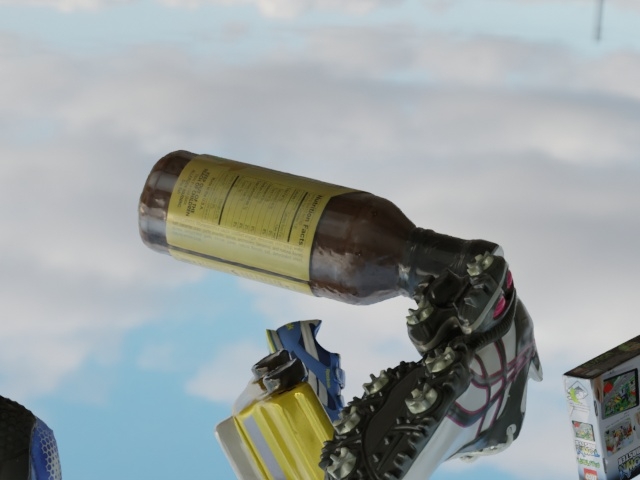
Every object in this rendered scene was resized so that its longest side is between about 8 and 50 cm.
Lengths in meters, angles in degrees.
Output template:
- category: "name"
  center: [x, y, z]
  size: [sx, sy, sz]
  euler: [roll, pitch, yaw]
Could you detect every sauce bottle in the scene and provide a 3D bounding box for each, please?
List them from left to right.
- category: "sauce bottle"
  center: [0.000, 0.000, 1.431]
  size: [0.344, 0.111, 0.111]
  euler: [15, -164, 20]

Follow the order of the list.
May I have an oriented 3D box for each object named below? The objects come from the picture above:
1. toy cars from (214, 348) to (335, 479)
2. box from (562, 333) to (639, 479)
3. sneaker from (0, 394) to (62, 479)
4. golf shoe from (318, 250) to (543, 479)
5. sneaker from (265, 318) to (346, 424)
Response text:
- category: "toy cars"
  center: [0.009, 0.216, 1.139]
  size: [0.087, 0.176, 0.393]
  euler: [-29, -134, -7]
- category: "box"
  center: [0.316, 0.144, 1.431]
  size: [0.207, 0.114, 0.036]
  euler: [-20, -163, -35]
- category: "sneaker"
  center: [-0.174, 0.200, 0.742]
  size: [0.130, 0.330, 0.147]
  euler: [28, -147, 18]
- category: "golf shoe"
  center: [0.097, 0.123, 1.104]
  size: [0.105, 0.120, 0.273]
  euler: [-20, -158, 40]
- category: "sneaker"
  center: [0.002, 0.134, 1.382]
  size: [0.059, 0.144, 0.053]
  euler: [-23, 166, -13]
